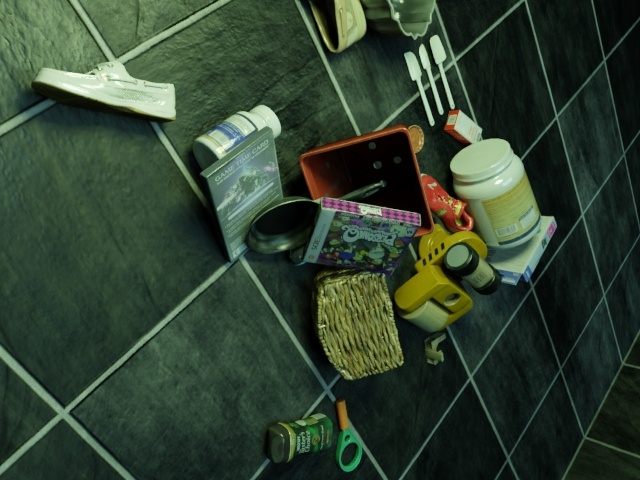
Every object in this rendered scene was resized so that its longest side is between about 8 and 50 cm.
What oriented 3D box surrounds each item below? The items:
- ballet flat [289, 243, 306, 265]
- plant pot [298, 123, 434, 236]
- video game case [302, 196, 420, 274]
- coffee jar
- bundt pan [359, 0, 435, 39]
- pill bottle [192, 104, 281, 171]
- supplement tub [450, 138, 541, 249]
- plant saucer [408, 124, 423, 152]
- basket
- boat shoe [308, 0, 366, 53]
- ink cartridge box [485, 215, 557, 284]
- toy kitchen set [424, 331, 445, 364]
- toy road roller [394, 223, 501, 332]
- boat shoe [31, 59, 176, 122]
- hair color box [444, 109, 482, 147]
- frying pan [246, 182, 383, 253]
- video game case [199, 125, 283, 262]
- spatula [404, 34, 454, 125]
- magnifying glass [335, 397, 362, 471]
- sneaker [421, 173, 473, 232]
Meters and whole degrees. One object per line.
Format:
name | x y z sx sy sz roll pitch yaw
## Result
ballet flat | 0.000 0.000 1.443 0.203 0.074 0.074 -24 110 -34
plant pot | 0.132 -0.159 1.399 0.235 0.268 0.267 -66 140 -61
video game case | 0.091 -0.005 1.294 0.232 0.210 0.041 10 52 -10
coffee jar | -0.057 0.522 1.447 0.185 0.079 0.096 1 94 -40
bundt pan | 0.186 -0.695 1.450 0.331 0.124 0.330 -8 100 -56
pill bottle | -0.182 -0.223 1.233 0.187 0.112 0.111 -41 120 -29
supplement tub | 0.573 -0.151 1.805 0.228 0.228 0.316 -47 123 -26
plant saucer | 0.286 -0.311 1.684 0.084 0.013 0.083 -6 100 -39
basket | 0.081 0.203 1.519 0.214 0.223 0.298 -16 108 -4
boat shoe | 0.008 -0.633 1.340 0.110 0.122 0.341 -45 122 -28
ink cartridge box | 0.688 0.037 1.952 0.311 0.186 0.065 -52 126 -22
toy kitchen set | 0.397 0.361 1.820 0.075 0.068 0.083 -23 110 -36
toy road roller | 0.374 0.103 1.721 0.329 0.240 0.203 -43 130 16
boat shoe | -0.405 -0.297 1.051 0.277 0.098 0.096 3 93 -50
hair color box | 0.474 -0.368 1.818 0.141 0.043 0.071 25 79 -38
frying pan | -0.035 -0.075 1.264 0.326 0.053 0.197 -38 147 20
video game case | -0.164 -0.097 1.239 0.196 0.026 0.274 -43 148 -28
spatula | 0.353 -0.498 1.712 0.168 0.019 0.241 -39 116 -31
magnifying glass | 0.074 0.568 1.600 0.092 0.026 0.230 -21 107 -37
sneaker | 0.397 -0.118 1.732 0.279 0.118 0.107 38 70 -37
